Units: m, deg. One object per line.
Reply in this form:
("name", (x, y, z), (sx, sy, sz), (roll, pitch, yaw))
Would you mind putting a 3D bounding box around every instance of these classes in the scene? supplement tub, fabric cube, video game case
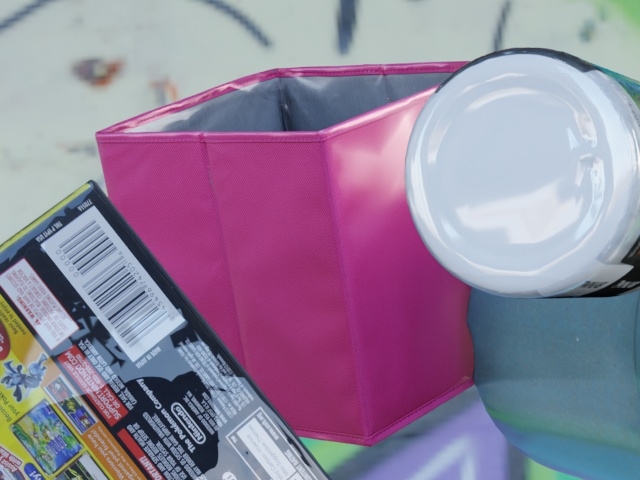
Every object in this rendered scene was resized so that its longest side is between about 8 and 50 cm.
("supplement tub", (0.126, -0.029, 0.930), (0.117, 0.117, 0.190), (-9, -5, 24))
("fabric cube", (0.000, 0.000, 1.599), (0.259, 0.258, 0.254), (3, 19, 39))
("video game case", (-0.154, 0.137, 1.191), (0.248, 0.275, 0.035), (-39, 2, -30))

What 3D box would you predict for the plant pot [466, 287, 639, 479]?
("plant pot", (0.306, 0.074, 1.456), (0.341, 0.341, 0.334), (-3, 1, -31))
